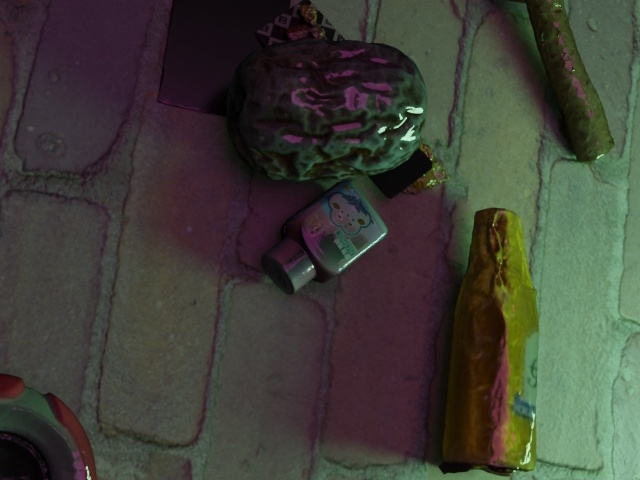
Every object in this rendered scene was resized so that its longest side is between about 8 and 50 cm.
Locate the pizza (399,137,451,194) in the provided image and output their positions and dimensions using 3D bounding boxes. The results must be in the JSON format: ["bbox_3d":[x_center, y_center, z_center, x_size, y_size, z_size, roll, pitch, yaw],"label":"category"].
[{"bbox_3d":[0.185,-0.131,1.756,0.108,0.026,0.123,15,75,-19],"label":"pizza"}]

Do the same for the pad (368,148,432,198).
[{"bbox_3d":[0.106,-0.155,1.724,0.112,0.003,0.157,-37,80,-21],"label":"pad"}]

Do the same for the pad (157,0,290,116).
[{"bbox_3d":[-0.153,-0.350,1.685,0.202,0.005,0.300,10,77,-18],"label":"pad"}]

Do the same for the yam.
[{"bbox_3d":[0.446,-0.317,1.828,0.081,0.081,0.357,-25,103,-22],"label":"yam"}]

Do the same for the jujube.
[{"bbox_3d":[0.014,-0.202,1.588,0.316,0.226,0.226,-1,80,-9],"label":"jujube"}]

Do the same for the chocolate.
[{"bbox_3d":[0.281,0.163,1.667,0.162,0.162,0.446,9,76,-18],"label":"chocolate"}]

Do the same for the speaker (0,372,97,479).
[{"bbox_3d":[-0.436,0.324,1.320,0.294,0.294,0.295,4,79,-19],"label":"speaker"}]

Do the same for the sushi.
[{"bbox_3d":[-0.027,-0.342,1.700,0.126,0.026,0.120,-40,85,-21],"label":"sushi"}]

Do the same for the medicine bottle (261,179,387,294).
[{"bbox_3d":[0.000,0.000,1.627,0.188,0.094,0.119,-38,95,-22],"label":"medicine bottle"}]

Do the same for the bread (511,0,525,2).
[{"bbox_3d":[0.384,-0.495,1.870,0.189,0.077,0.114,-5,86,-23],"label":"bread"}]
